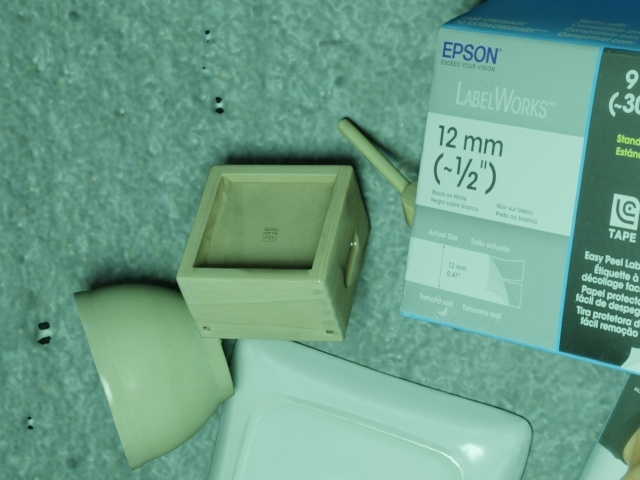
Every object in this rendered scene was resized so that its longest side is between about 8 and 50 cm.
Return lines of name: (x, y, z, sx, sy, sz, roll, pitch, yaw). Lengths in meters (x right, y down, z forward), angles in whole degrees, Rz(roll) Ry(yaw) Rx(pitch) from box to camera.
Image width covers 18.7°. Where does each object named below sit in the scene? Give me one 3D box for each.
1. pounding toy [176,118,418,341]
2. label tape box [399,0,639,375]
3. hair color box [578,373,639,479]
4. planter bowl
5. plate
pounding toy: (0.007, -0.007, 1.633, 0.206, 0.181, 0.094, 1, 140, 17)
label tape box: (0.204, -0.088, 1.482, 0.249, 0.115, 0.348, 13, 101, 43)
hair color box: (0.316, 0.184, 1.572, 0.185, 0.113, 0.374, 25, 108, 10)
planter bowl: (-0.139, 0.105, 1.685, 0.109, 0.162, 0.162, -19, 96, -7)
plate: (0.021, 0.247, 1.713, 0.278, 0.045, 0.277, 17, 105, 13)
